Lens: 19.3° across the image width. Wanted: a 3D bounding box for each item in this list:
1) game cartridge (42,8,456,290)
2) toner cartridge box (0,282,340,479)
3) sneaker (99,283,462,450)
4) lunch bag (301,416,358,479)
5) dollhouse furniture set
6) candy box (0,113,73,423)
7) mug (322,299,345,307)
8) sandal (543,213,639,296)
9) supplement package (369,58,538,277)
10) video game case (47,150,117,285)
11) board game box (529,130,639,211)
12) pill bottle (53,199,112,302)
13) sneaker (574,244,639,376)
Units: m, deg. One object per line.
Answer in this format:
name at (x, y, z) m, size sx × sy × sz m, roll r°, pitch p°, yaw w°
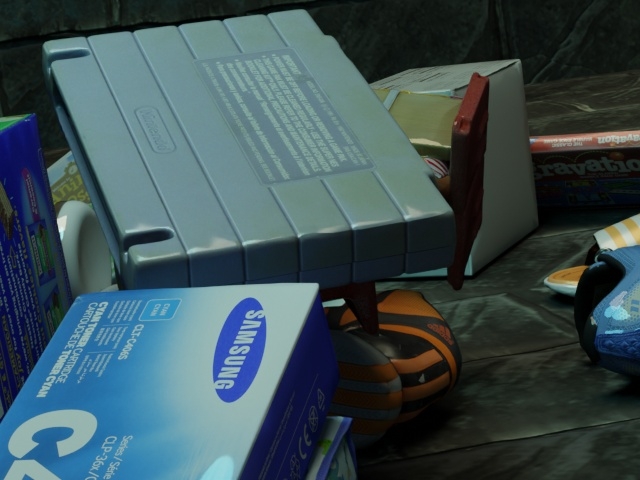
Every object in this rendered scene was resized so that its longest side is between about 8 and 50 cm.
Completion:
game cartridge at (-0.060, -0.066, 1.366) m, size 0.230 × 0.068 × 0.355 m, roll -5°, pitch 31°, yaw -16°
toner cartridge box at (-0.110, 0.151, 1.037) m, size 0.165 × 0.075 × 0.348 m, roll -2°, pitch 32°, yaw 17°
sneaker at (-0.030, 0.095, 1.542) m, size 0.321 × 0.124 × 0.180 m, roll 13°, pitch 16°, yaw 33°
lunch bag at (-0.050, 0.172, 1.135) m, size 0.129 × 0.096 × 0.151 m, roll -4°, pitch 16°, yaw 14°
dollhouse furniture set at (0.000, 0.000, 1.460) m, size 0.201 × 0.152 × 0.374 m, roll 8°, pitch 32°, yaw 13°
candy box at (-0.281, 0.058, 1.430) m, size 0.122 × 0.268 × 0.317 m, roll -9°, pitch 10°, yaw 6°
mug at (-0.043, 0.001, 1.944) m, size 0.113 × 0.150 × 0.169 m, roll -18°, pitch 10°, yaw -29°
sandal at (0.344, 0.004, 1.857) m, size 0.265 × 0.076 × 0.102 m, roll -9°, pitch 10°, yaw -11°
supplement package at (0.133, -0.083, 2.105) m, size 0.145 × 0.204 × 0.262 m, roll -3°, pitch 11°, yaw 24°
video game case at (-0.230, -0.036, 2.014) m, size 0.212 × 0.023 × 0.193 m, roll -37°, pitch 50°, yaw 9°
board game box at (0.314, -0.081, 2.241) m, size 0.281 × 0.027 × 0.145 m, roll -2°, pitch -30°, yaw 25°
pill bottle at (-0.302, 0.031, 1.669) m, size 0.215 × 0.117 × 0.117 m, roll -6°, pitch 10°, yaw 12°
sneaker at (0.293, 0.033, 1.591) m, size 0.147 × 0.129 × 0.330 m, roll 0°, pitch 12°, yaw 19°
